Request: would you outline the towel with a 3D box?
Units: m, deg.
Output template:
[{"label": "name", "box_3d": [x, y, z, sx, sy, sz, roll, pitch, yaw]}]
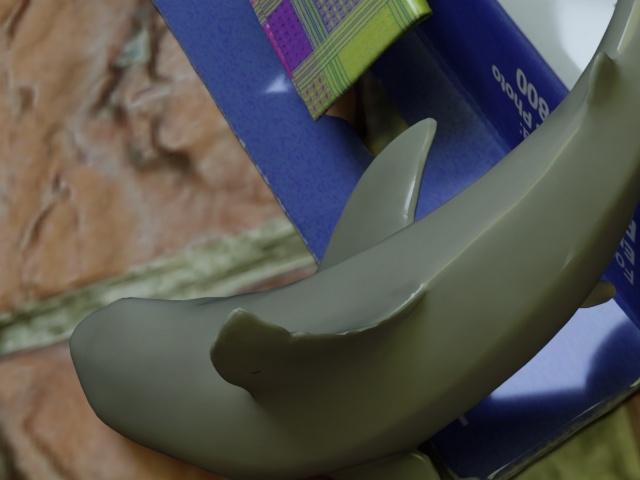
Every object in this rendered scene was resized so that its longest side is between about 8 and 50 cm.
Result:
[{"label": "towel", "box_3d": [0.002, -0.087, 0.571, 0.060, 0.009, 0.083, -44, 56, 31]}]

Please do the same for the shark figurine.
[{"label": "shark figurine", "box_3d": [0.022, -0.004, 0.462, 0.278, 0.116, 0.166, -49, 58, 25]}]

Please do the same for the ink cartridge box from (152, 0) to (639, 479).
[{"label": "ink cartridge box", "box_3d": [0.099, -0.136, 0.574, 0.330, 0.071, 0.324, -34, 56, 1]}]
